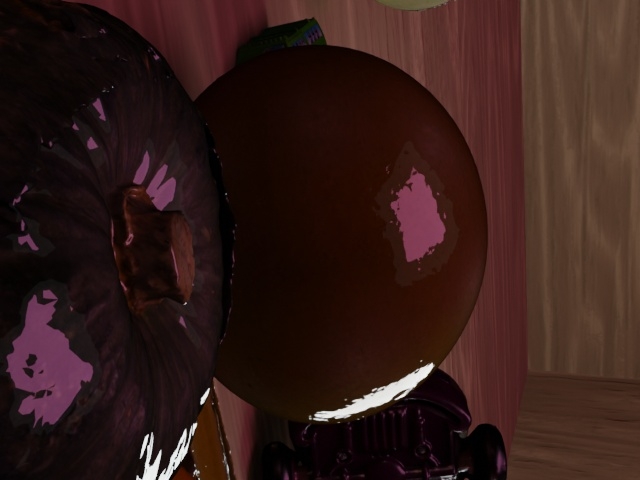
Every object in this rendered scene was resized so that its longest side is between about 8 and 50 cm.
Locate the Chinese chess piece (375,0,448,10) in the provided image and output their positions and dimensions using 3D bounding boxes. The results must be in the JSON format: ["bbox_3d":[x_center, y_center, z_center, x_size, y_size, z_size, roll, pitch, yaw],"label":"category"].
[{"bbox_3d":[0.121,-0.382,1.701,0.097,0.251,0.250,36,55,-41],"label":"Chinese chess piece"}]

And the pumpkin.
[{"bbox_3d":[-0.180,0.023,0.674,0.291,0.257,0.327,66,26,-47],"label":"pumpkin"}]

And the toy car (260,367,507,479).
[{"bbox_3d":[0.070,0.273,1.716,0.240,0.271,0.340,-97,-176,-67],"label":"toy car"}]

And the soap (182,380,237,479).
[{"bbox_3d":[-0.138,0.159,1.085,0.076,0.135,0.233,-69,158,-48],"label":"soap"}]

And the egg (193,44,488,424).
[{"bbox_3d":[0.000,0.000,1.267,0.282,0.283,0.351,-69,159,-47],"label":"egg"}]

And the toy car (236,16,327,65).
[{"bbox_3d":[-0.041,-0.175,1.488,0.165,0.071,0.062,-52,128,-64],"label":"toy car"}]

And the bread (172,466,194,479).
[{"bbox_3d":[-0.173,0.246,0.904,0.312,0.172,0.312,5,90,-72],"label":"bread"}]
